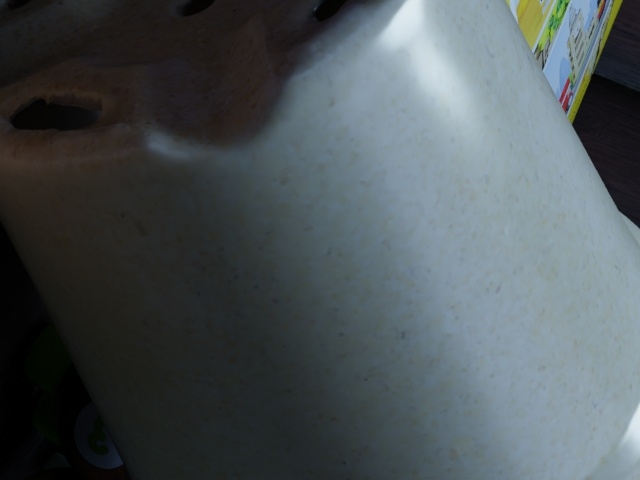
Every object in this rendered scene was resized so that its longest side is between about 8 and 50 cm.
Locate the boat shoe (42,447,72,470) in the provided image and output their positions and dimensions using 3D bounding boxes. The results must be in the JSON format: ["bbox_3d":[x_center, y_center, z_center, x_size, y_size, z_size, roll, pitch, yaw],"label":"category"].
[{"bbox_3d":[-0.154,0.189,1.074,0.079,0.095,0.254,-54,160,-15],"label":"boat shoe"}]

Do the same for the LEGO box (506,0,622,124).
[{"bbox_3d":[0.118,-0.253,1.015,0.500,0.193,0.372,-65,159,-18],"label":"LEGO box"}]

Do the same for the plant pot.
[{"bbox_3d":[0.000,0.000,0.621,0.334,0.334,0.305,-62,140,-36],"label":"plant pot"}]

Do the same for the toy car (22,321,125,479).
[{"bbox_3d":[-0.157,0.172,0.833,0.188,0.155,0.149,-48,164,-30],"label":"toy car"}]
